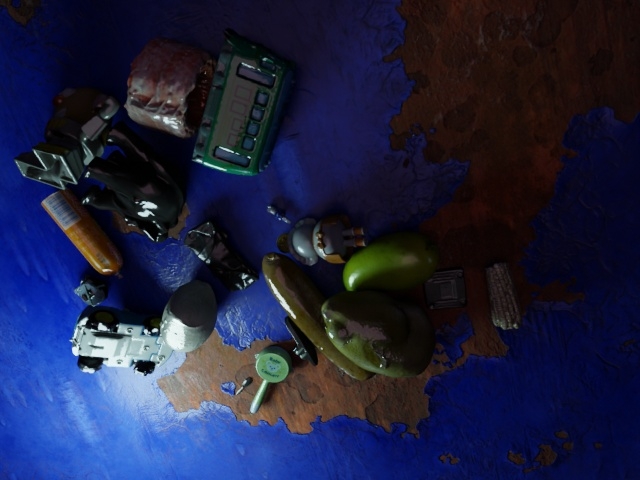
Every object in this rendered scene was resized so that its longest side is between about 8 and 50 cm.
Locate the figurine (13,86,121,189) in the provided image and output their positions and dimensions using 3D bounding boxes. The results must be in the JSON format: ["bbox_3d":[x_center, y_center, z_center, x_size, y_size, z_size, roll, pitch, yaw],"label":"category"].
[{"bbox_3d":[-0.654,-0.289,1.266,0.343,0.284,0.167,6,147,22],"label":"figurine"}]

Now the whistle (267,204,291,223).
[{"bbox_3d":[-0.122,-0.074,1.392,0.083,0.029,0.033,35,145,0],"label":"whistle"}]

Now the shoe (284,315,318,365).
[{"bbox_3d":[-0.071,0.320,1.491,0.049,0.071,0.179,-31,96,15],"label":"shoe"}]

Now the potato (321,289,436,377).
[{"bbox_3d":[0.156,0.251,1.316,0.351,0.202,0.218,20,81,-18],"label":"potato"}]

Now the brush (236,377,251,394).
[{"bbox_3d":[-0.259,0.490,1.597,0.024,0.008,0.083,37,108,-9],"label":"brush"}]

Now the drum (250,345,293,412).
[{"bbox_3d":[-0.157,0.463,1.555,0.130,0.049,0.253,8,109,4],"label":"drum"}]

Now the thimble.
[{"bbox_3d":[-0.377,-0.387,1.215,0.162,0.239,0.239,21,109,0],"label":"thimble"}]

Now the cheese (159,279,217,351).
[{"bbox_3d":[-0.396,0.240,1.442,0.154,0.198,0.189,26,118,-5],"label":"cheese"}]

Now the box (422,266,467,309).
[{"bbox_3d":[0.368,0.145,1.406,0.125,0.027,0.126,-8,106,9],"label":"box"}]

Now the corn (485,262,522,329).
[{"bbox_3d":[0.524,0.155,1.369,0.087,0.087,0.210,-13,99,10],"label":"corn"}]

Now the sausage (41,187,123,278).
[{"bbox_3d":[-0.703,-0.009,1.445,0.093,0.093,0.312,-32,102,15],"label":"sausage"}]

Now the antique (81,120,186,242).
[{"bbox_3d":[-0.499,-0.134,1.312,0.255,0.185,0.322,32,142,-13],"label":"antique"}]

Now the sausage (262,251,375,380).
[{"bbox_3d":[-0.005,0.232,1.421,0.501,0.123,0.136,48,141,-9],"label":"sausage"}]

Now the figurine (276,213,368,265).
[{"bbox_3d":[-0.001,0.000,1.341,0.271,0.143,0.143,-5,107,9],"label":"figurine"}]

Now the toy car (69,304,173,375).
[{"bbox_3d":[-0.613,0.301,1.504,0.314,0.166,0.198,12,114,-28],"label":"toy car"}]

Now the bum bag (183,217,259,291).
[{"bbox_3d":[-0.299,0.054,1.435,0.123,0.060,0.248,-35,102,15],"label":"bum bag"}]

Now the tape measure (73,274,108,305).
[{"bbox_3d":[-0.730,0.161,1.521,0.094,0.054,0.091,42,113,-5],"label":"tape measure"}]

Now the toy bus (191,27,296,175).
[{"bbox_3d":[-0.192,-0.341,1.232,0.200,0.183,0.343,19,110,-3],"label":"toy bus"}]

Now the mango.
[{"bbox_3d":[0.193,0.071,1.348,0.293,0.143,0.175,-23,112,23],"label":"mango"}]
